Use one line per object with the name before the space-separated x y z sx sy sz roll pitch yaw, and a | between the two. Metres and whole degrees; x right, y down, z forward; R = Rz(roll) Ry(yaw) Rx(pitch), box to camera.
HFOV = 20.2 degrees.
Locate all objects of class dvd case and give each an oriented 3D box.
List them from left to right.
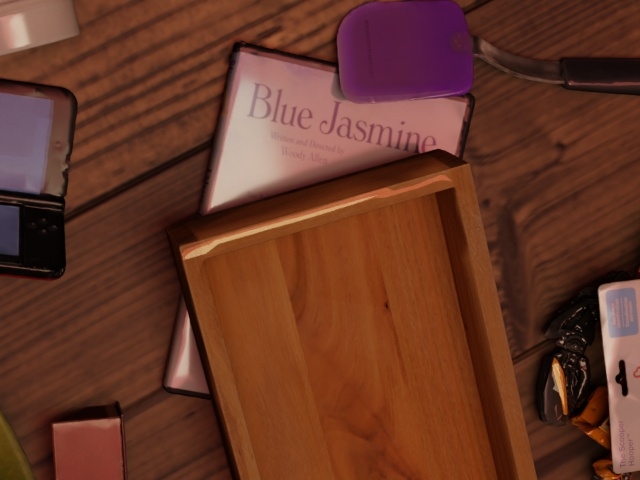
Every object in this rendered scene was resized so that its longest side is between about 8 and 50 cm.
dvd case | 0.000 0.000 1.283 0.180 0.022 0.253 11 94 -14

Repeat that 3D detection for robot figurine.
robot figurine | 0.293 0.066 1.328 0.211 0.085 0.291 35 88 -14

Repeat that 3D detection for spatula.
spatula | 0.156 -0.127 1.297 0.296 0.030 0.084 4 62 -18

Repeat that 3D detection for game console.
game console | -0.236 -0.045 1.192 0.144 0.124 0.085 7 121 -14

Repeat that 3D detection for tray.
tray | 0.042 0.161 1.267 0.203 0.076 0.411 -16 106 -10

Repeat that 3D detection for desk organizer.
desk organizer | -0.160 0.182 1.254 0.050 0.047 0.130 -4 97 -10

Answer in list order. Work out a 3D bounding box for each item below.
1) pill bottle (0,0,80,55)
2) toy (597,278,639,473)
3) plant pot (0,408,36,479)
pill bottle | -0.222 -0.223 1.155 0.117 0.117 0.208 -16 100 -11
toy | 0.320 0.085 1.263 0.237 0.056 0.137 -7 96 -13
plant pot | -0.357 0.163 1.113 0.254 0.276 0.276 -41 104 6
